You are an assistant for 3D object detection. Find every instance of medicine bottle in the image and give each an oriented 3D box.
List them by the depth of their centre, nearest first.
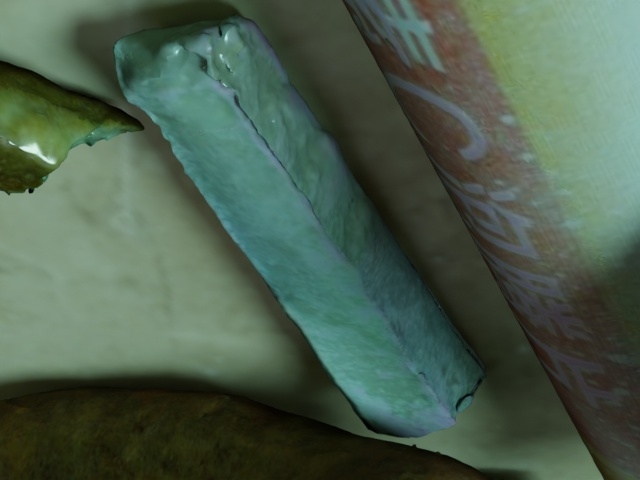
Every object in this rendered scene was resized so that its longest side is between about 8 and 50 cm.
[{"bbox_3d":[0.072,-0.034,0.471,0.108,0.108,0.426,-11,137,22],"label":"medicine bottle"}]

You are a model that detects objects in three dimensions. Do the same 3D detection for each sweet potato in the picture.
[{"bbox_3d":[-0.035,0.104,0.658,0.292,0.097,0.097,10,148,32],"label":"sweet potato"}]

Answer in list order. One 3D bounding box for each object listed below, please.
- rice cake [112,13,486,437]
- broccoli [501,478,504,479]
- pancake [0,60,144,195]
[{"bbox_3d":[0.000,0.000,0.579,0.043,0.034,0.211,-3,143,27],"label":"rice cake"},{"bbox_3d":[0.095,0.244,0.724,0.308,0.275,0.307,2,102,10],"label":"broccoli"},{"bbox_3d":[-0.242,-0.029,0.571,0.377,0.054,0.197,4,138,7],"label":"pancake"}]
